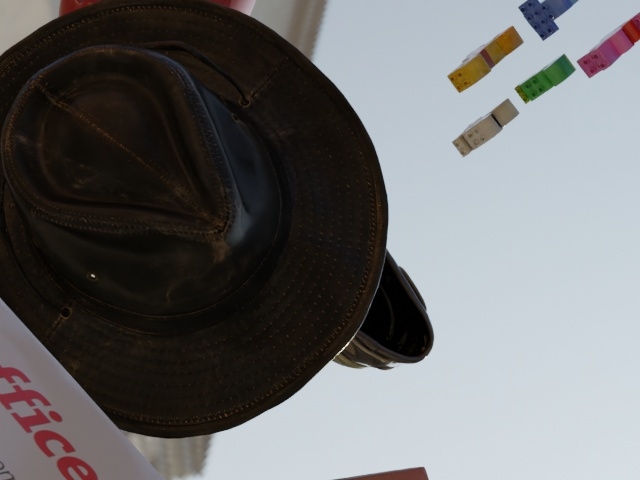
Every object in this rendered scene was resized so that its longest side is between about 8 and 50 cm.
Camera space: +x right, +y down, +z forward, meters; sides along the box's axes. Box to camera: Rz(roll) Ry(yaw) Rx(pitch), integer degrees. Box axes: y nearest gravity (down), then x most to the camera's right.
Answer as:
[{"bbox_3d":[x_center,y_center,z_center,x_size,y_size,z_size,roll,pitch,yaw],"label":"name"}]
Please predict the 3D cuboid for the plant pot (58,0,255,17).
[{"bbox_3d":[-0.184,-0.217,1.790,0.191,0.174,0.191,24,4,-2],"label":"plant pot"}]

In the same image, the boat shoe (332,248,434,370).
[{"bbox_3d":[0.000,0.000,1.694,0.130,0.132,0.355,7,-31,50],"label":"boat shoe"}]

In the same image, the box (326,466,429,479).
[{"bbox_3d":[-0.055,0.305,1.254,0.168,0.345,0.215,-30,-109,38],"label":"box"}]

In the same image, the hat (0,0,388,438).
[{"bbox_3d":[-0.113,-0.041,1.151,0.331,0.331,0.134,37,-14,12],"label":"hat"}]

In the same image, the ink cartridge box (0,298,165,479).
[{"bbox_3d":[-0.175,0.141,0.501,0.223,0.307,0.129,43,-59,28],"label":"ink cartridge box"}]

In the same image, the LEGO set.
[{"bbox_3d":[0.174,-0.153,1.547,0.087,0.093,0.227,52,-47,-4],"label":"LEGO set"}]
